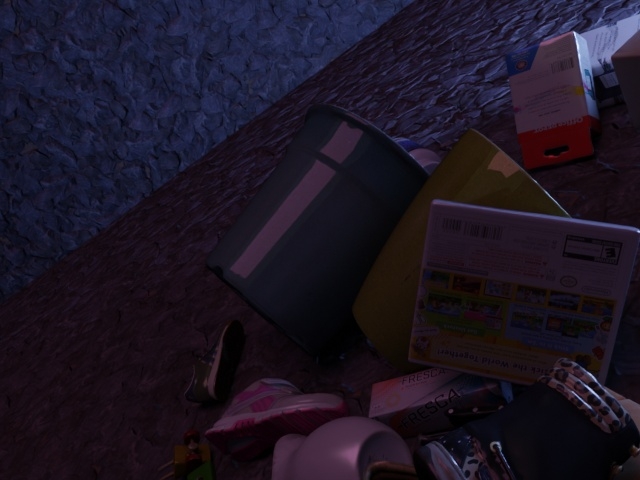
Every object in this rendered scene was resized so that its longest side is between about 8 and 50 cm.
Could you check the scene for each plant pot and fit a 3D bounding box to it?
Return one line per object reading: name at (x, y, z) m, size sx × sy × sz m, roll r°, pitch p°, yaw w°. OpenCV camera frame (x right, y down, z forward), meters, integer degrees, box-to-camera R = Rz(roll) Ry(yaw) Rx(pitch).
plant pot at (0.000, 0.000, 1.075) m, size 0.334 × 0.341 × 0.341 m, roll -50°, pitch 29°, yaw -11°
plant pot at (0.193, 0.044, 0.854) m, size 0.293 × 0.275 × 0.274 m, roll -43°, pitch 24°, yaw 12°

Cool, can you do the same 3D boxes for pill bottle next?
pill bottle at (0.199, -0.147, 1.296) m, size 0.112 × 0.112 × 0.186 m, roll -35°, pitch 26°, yaw -1°

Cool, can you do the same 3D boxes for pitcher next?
pitcher at (0.012, 0.309, 0.736) m, size 0.207 × 0.126 × 0.177 m, roll -34°, pitch 37°, yaw 49°

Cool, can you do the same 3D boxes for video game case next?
video game case at (0.228, 0.068, 0.713) m, size 0.227 × 0.206 × 0.026 m, roll 9°, pitch 15°, yaw 13°

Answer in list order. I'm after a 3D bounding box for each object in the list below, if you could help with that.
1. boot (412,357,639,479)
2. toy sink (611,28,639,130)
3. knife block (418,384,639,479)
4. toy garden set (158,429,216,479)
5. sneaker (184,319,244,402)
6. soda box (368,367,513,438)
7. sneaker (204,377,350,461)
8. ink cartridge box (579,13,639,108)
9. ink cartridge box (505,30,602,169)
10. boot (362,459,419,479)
boot at (0.212, 0.228, 0.498) m, size 0.179 × 0.085 × 0.236 m, roll -30°, pitch 67°, yaw -17°
toy sink at (0.621, -0.271, 0.968) m, size 0.131 × 0.152 × 0.234 m, roll -42°, pitch 26°, yaw -15°
knife block at (0.226, 0.254, 0.619) m, size 0.242 × 0.088 × 0.276 m, roll -41°, pitch 27°, yaw -11°
toy garden set at (-0.256, 0.426, 0.941) m, size 0.244 × 0.049 × 0.203 m, roll -35°, pitch 28°, yaw 1°
sneaker at (-0.211, 0.235, 1.182) m, size 0.086 × 0.064 × 0.192 m, roll -18°, pitch 33°, yaw 20°
soda box at (0.157, 0.209, 0.808) m, size 0.183 × 0.058 × 0.063 m, roll -23°, pitch 29°, yaw 25°
sneaker at (-0.062, 0.257, 0.932) m, size 0.252 × 0.103 × 0.111 m, roll -16°, pitch 33°, yaw 32°
ink cartridge box at (0.598, -0.355, 1.194) m, size 0.237 × 0.100 × 0.172 m, roll -11°, pitch 35°, yaw 39°
ink cartridge box at (0.443, -0.256, 1.151) m, size 0.134 × 0.230 × 0.078 m, roll -11°, pitch -6°, yaw 39°
boot at (0.126, 0.304, 0.555) m, size 0.077 × 0.165 × 0.213 m, roll -26°, pitch 19°, yaw -29°
